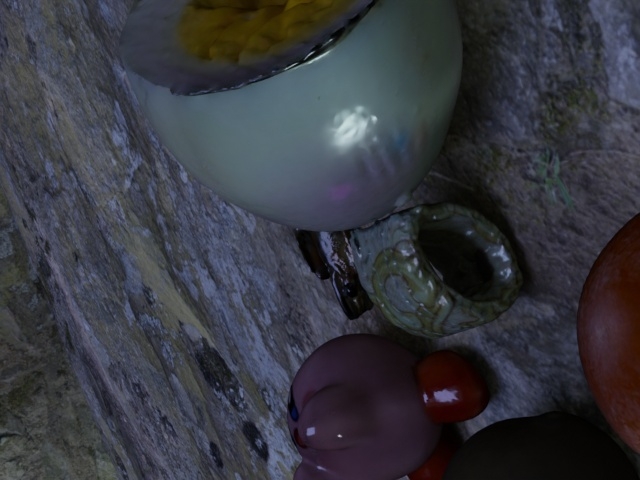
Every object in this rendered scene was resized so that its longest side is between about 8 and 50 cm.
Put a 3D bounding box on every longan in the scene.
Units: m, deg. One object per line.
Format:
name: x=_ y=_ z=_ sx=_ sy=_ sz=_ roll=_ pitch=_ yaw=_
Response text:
longan: x=0.255 y=0.321 z=1.128 sx=0.258 sy=0.258 sz=0.258 roll=34 pitch=137 yaw=39

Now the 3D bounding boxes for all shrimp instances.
shrimp: x=-0.001 y=0.000 z=1.460 sx=0.173 sy=0.058 sz=0.253 roll=-20 pitch=91 yaw=66

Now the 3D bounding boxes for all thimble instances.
thimble: x=0.135 y=0.031 z=1.179 sx=0.190 sy=0.137 sz=0.143 roll=40 pitch=154 yaw=-10

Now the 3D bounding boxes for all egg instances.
egg: x=-0.002 y=-0.169 z=1.099 sx=0.354 sy=0.354 sz=0.340 roll=30 pitch=159 yaw=43

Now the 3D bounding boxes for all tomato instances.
tomato: x=0.347 y=0.071 z=0.812 sx=0.265 sy=0.265 sz=0.265 roll=34 pitch=137 yaw=39

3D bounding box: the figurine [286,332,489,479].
figurine: x=0.075 y=0.240 z=1.386 sx=0.211 sy=0.261 sz=0.270 roll=-109 pitch=17 yaw=-49
